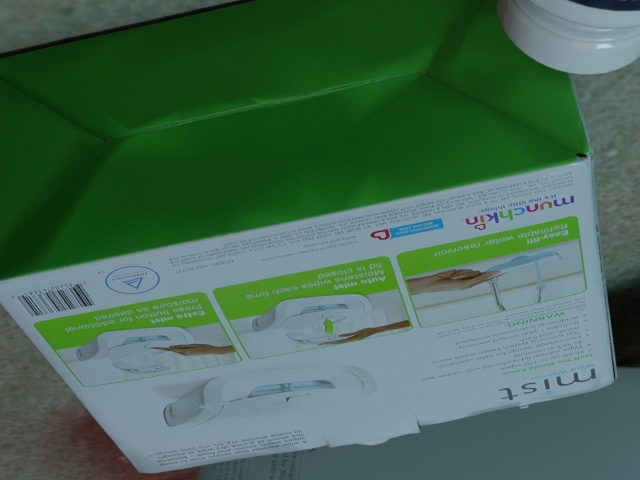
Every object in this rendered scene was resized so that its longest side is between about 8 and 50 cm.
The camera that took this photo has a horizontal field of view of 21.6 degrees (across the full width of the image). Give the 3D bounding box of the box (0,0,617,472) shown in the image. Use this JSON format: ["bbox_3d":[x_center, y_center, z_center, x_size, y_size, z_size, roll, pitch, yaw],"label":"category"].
[{"bbox_3d":[0.000,0.000,0.807,0.262,0.127,0.231,-12,150,7],"label":"box"}]

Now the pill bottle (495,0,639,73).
[{"bbox_3d":[0.113,-0.139,0.628,0.094,0.094,0.169,-4,149,-7],"label":"pill bottle"}]

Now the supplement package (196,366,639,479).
[{"bbox_3d":[0.083,0.186,1.032,0.293,0.175,0.177,0,152,15],"label":"supplement package"}]
